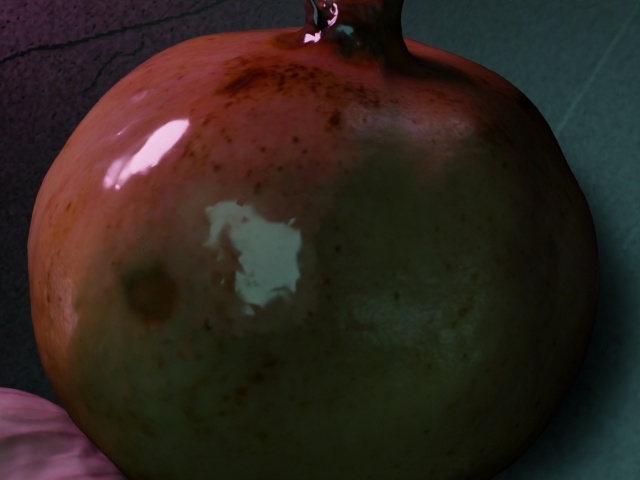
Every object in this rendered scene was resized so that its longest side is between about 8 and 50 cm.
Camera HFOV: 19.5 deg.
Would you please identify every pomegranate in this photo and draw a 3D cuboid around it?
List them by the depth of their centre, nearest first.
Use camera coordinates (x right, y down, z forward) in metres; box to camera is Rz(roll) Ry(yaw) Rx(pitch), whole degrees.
[{"bbox_3d":[0.000,0.000,1.084,0.338,0.338,0.338,-2,81,14],"label":"pomegranate"}]

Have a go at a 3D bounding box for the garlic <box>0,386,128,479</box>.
[{"bbox_3d":[-0.193,0.247,1.142,0.259,0.317,0.317,-21,73,-31],"label":"garlic"}]
